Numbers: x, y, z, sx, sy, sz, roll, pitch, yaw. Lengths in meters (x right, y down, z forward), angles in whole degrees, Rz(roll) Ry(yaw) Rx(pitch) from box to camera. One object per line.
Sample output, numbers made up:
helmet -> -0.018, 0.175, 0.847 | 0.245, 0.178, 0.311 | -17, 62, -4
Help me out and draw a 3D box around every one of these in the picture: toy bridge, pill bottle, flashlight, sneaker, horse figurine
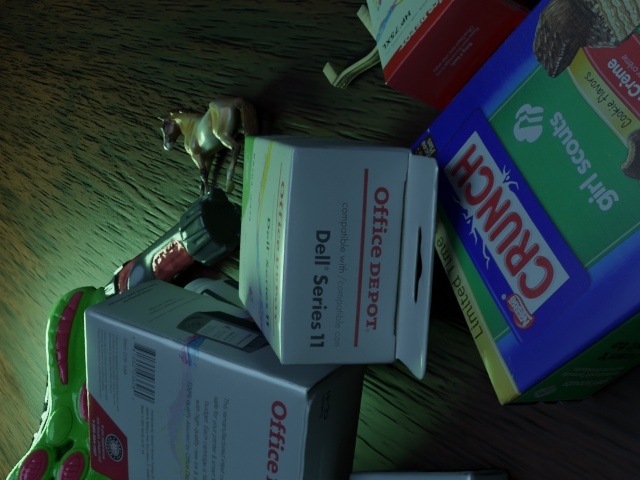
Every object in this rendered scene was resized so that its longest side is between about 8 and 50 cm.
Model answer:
toy bridge -> 0.069, -0.256, 0.998 | 0.188, 0.026, 0.063 | -54, 48, 33
pill bottle -> -0.117, 0.110, 1.114 | 0.180, 0.107, 0.108 | 21, 101, 53
flashlight -> -0.221, 0.037, 1.269 | 0.304, 0.103, 0.103 | -30, 24, 46
sneaker -> -0.394, 0.323, 1.391 | 0.202, 0.185, 0.483 | 95, -174, -73
horse figurine -> -0.150, -0.144, 1.238 | 0.263, 0.066, 0.175 | -22, 73, 52

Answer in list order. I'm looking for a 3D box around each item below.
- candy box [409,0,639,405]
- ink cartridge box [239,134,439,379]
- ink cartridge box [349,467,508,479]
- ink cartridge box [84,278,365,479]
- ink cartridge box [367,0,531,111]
candy box -> 0.232, -0.060, 0.670 | 0.317, 0.122, 0.268 | -50, 47, 38
ink cartridge box -> 0.000, 0.000, 0.851 | 0.353, 0.119, 0.207 | -149, 61, -74
ink cartridge box -> 0.111, 0.410, 0.800 | 0.175, 0.069, 0.371 | -18, 67, 49
ink cartridge box -> -0.117, 0.198, 0.960 | 0.306, 0.131, 0.226 | 16, 112, 27
ink cartridge box -> 0.123, -0.229, 0.836 | 0.134, 0.078, 0.231 | -49, 33, 36
